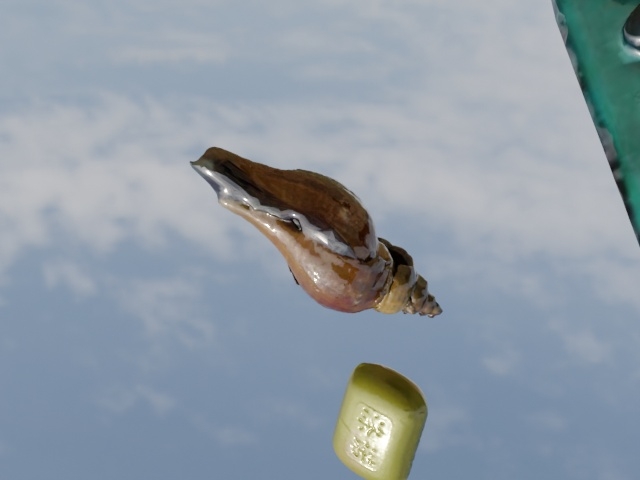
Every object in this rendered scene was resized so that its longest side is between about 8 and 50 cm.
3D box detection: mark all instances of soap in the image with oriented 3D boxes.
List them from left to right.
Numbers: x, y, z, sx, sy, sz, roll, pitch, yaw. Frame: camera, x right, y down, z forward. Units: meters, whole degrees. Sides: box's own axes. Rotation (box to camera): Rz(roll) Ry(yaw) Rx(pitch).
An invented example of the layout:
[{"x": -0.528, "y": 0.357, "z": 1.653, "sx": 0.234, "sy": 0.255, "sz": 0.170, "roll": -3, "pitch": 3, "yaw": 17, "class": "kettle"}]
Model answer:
[{"x": 0.056, "y": 0.181, "z": 1.519, "sx": 0.089, "sy": 0.140, "sz": 0.045, "roll": 31, "pitch": -140, "yaw": 22, "class": "soap"}]

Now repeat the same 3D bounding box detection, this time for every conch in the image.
[{"x": 0.004, "y": 0.002, "z": 1.257, "sx": 0.086, "sy": 0.233, "sz": 0.080, "roll": -40, "pitch": -150, "yaw": 11, "class": "conch"}]

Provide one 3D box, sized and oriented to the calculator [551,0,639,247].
[{"x": 0.198, "y": -0.071, "z": 0.464, "sx": 0.248, "sy": 0.058, "sz": 0.274, "roll": -26, "pitch": -124, "yaw": 20, "class": "calculator"}]
